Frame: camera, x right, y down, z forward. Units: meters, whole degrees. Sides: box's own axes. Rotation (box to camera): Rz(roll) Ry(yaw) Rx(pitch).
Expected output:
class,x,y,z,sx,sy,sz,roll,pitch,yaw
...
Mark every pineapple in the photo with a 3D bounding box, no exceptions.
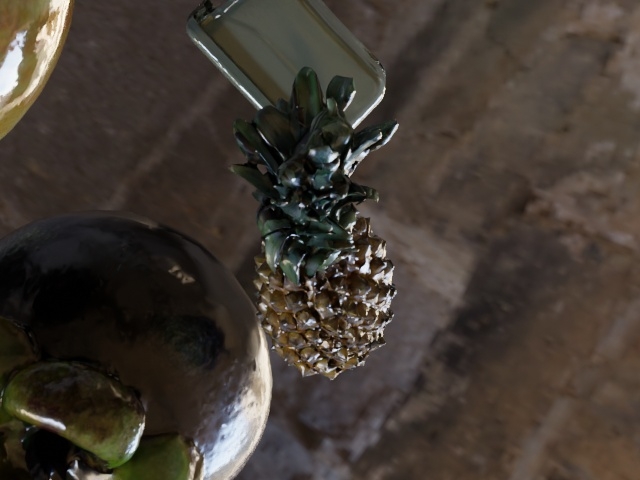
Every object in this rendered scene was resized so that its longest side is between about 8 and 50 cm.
class,x,y,z,sx,sy,sz,roll,pitch,yaw
pineapple,0.001,0.000,1.100,0.221,0.083,0.103,84,29,-54

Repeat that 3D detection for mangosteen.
class,x,y,z,sx,sy,sz,roll,pitch,yaw
mangosteen,-0.145,0.090,1.231,0.243,0.243,0.243,-7,106,-25

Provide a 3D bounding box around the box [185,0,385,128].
class,x,y,z,sx,sy,sz,roll,pitch,yaw
box,-0.020,-0.150,1.592,0.093,0.124,0.172,-42,99,10

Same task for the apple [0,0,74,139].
class,x,y,z,sx,sy,sz,roll,pitch,yaw
apple,-0.257,-0.157,1.008,0.264,0.264,0.264,-7,106,-25
